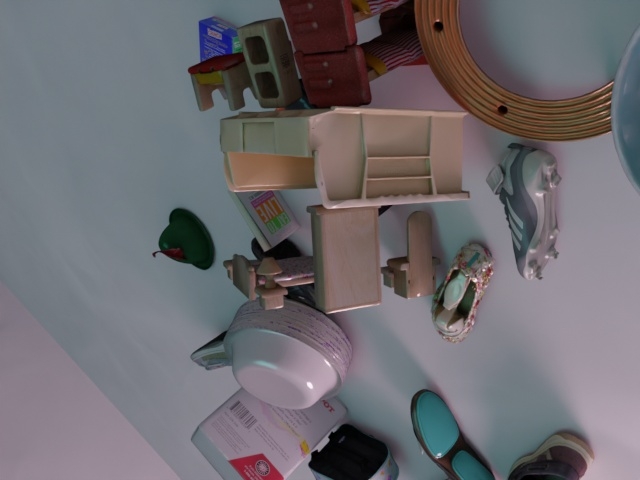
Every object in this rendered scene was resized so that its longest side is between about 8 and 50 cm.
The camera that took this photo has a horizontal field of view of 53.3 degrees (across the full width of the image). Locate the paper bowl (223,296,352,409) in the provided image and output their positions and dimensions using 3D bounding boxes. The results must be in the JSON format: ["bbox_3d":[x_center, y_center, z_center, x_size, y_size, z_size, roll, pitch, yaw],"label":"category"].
[{"bbox_3d":[-0.081,0.266,1.412,0.284,0.148,0.284,14,141,11],"label":"paper bowl"}]

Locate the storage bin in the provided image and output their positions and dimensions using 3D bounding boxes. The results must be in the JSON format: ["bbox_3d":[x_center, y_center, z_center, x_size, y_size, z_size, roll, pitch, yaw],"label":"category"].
[{"bbox_3d":[0.026,-0.122,0.903,0.262,0.260,0.123,15,108,56],"label":"storage bin"}]

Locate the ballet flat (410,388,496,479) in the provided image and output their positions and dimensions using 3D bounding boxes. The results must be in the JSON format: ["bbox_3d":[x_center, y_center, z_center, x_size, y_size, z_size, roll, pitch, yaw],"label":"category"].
[{"bbox_3d":[0.254,0.428,1.309,0.281,0.095,0.096,56,154,-4],"label":"ballet flat"}]

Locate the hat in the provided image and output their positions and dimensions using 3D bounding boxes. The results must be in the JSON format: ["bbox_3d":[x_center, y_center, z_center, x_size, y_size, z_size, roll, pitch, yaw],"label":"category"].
[{"bbox_3d":[-0.389,0.029,1.593,0.173,0.183,0.209,33,138,25],"label":"hat"}]

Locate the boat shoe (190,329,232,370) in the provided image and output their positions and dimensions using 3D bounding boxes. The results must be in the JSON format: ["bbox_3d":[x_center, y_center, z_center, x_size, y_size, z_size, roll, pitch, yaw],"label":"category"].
[{"bbox_3d":[-0.243,0.303,1.713,0.320,0.118,0.103,-25,95,45],"label":"boat shoe"}]

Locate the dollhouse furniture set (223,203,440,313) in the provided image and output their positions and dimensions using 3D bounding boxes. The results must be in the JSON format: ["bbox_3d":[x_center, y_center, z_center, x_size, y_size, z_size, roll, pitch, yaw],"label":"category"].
[{"bbox_3d":[0.000,0.000,1.189,0.355,0.303,0.174,-158,63,-66],"label":"dollhouse furniture set"}]

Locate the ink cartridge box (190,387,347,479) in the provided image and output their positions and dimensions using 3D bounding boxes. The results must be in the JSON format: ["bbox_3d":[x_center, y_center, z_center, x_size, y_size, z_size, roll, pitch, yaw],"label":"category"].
[{"bbox_3d":[-0.121,0.447,1.536,0.226,0.306,0.131,46,142,11],"label":"ink cartridge box"}]

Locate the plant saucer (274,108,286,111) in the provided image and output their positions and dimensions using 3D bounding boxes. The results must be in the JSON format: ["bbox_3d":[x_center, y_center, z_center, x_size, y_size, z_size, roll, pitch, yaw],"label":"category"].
[{"bbox_3d":[-0.055,-0.215,1.195,0.083,0.013,0.084,28,136,30],"label":"plant saucer"}]

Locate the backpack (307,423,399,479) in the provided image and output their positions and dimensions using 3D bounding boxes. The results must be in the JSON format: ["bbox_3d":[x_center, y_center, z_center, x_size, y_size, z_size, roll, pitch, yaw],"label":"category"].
[{"bbox_3d":[0.088,0.543,1.506,0.188,0.166,0.145,-3,117,51],"label":"backpack"}]

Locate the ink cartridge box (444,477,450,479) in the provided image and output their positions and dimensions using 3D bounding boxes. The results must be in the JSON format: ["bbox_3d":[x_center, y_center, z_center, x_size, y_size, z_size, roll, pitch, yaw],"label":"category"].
[{"bbox_3d":[0.331,0.669,1.391,0.273,0.114,0.197,44,141,10],"label":"ink cartridge box"}]

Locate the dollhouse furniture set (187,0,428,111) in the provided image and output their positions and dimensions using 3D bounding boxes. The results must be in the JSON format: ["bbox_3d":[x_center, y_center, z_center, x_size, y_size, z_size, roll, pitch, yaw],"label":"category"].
[{"bbox_3d":[-0.022,-0.300,0.945,0.374,0.201,0.152,10,125,44],"label":"dollhouse furniture set"}]

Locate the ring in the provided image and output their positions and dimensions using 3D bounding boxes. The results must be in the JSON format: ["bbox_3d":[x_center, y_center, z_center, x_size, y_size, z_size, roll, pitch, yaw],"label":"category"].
[{"bbox_3d":[0.272,-0.271,0.752,0.336,0.032,0.337,19,133,21],"label":"ring"}]

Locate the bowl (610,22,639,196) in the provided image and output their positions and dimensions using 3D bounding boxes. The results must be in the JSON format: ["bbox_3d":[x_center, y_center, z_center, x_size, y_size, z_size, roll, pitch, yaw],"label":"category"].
[{"bbox_3d":[0.458,-0.140,0.593,0.311,0.163,0.312,27,135,31],"label":"bowl"}]

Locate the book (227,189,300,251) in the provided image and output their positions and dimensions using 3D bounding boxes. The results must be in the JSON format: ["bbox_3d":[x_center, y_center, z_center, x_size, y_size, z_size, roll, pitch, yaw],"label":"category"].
[{"bbox_3d":[-0.113,-0.064,1.306,0.035,0.096,0.144,-24,101,52],"label":"book"}]

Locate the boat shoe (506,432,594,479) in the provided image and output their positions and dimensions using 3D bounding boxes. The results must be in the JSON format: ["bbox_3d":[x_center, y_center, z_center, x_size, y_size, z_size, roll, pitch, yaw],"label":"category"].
[{"bbox_3d":[0.399,0.455,1.171,0.102,0.092,0.285,39,140,19],"label":"boat shoe"}]

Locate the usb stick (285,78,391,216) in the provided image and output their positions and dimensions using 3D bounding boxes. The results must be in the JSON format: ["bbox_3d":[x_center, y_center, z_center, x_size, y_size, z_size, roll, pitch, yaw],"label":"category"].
[{"bbox_3d":[0.031,-0.163,1.119,0.278,0.045,0.077,51,142,2],"label":"usb stick"}]

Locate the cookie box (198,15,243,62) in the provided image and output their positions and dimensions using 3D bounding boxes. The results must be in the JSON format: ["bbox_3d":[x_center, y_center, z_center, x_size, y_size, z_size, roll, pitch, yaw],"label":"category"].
[{"bbox_3d":[-0.183,-0.352,1.201,0.091,0.040,0.107,33,138,25],"label":"cookie box"}]

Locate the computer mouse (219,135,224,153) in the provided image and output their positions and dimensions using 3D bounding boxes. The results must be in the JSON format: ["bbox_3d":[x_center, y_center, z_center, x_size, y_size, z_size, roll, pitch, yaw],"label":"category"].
[{"bbox_3d":[-0.164,-0.129,1.354,0.071,0.041,0.242,7,123,43],"label":"computer mouse"}]

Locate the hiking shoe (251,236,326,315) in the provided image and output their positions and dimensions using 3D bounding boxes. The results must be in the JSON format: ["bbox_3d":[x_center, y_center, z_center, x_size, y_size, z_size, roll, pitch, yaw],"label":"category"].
[{"bbox_3d":[-0.069,0.081,1.379,0.227,0.086,0.114,39,137,17],"label":"hiking shoe"}]

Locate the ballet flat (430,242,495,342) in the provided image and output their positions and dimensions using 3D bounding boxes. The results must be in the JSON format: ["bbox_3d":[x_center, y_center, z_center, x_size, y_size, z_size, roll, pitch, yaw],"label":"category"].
[{"bbox_3d":[0.228,0.104,1.093,0.091,0.077,0.241,30,137,25],"label":"ballet flat"}]

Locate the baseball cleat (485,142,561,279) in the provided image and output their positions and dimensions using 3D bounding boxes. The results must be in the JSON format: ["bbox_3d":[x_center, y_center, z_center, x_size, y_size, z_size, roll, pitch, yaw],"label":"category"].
[{"bbox_3d":[0.295,-0.045,0.930,0.109,0.072,0.206,33,135,46],"label":"baseball cleat"}]
